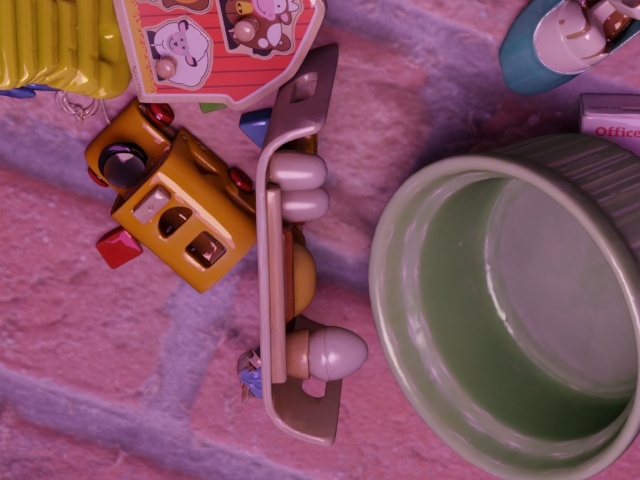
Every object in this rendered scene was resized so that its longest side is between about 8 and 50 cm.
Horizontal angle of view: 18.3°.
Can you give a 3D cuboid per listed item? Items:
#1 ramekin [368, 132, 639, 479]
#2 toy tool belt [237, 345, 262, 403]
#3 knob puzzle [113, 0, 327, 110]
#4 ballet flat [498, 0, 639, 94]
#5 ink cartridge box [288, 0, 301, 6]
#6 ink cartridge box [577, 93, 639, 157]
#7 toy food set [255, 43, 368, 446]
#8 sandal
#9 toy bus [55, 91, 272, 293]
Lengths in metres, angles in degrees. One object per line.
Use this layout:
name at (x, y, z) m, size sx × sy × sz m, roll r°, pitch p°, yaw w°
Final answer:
ramekin at (0.202, 0.051, 1.753) m, size 0.303 × 0.148 × 0.303 m, roll 21°, pitch 121°, yaw 38°
toy tool belt at (-0.048, 0.120, 1.922) m, size 0.052 × 0.051 × 0.083 m, roll 37°, pitch 111°, yaw -13°
knob puzzle at (-0.090, -0.196, 1.725) m, size 0.213 × 0.030 × 0.213 m, roll 8°, pitch 123°, yaw 13°
ballet flat at (0.254, -0.206, 1.735) m, size 0.247 × 0.087 × 0.083 m, roll -38°, pitch 107°, yaw 19°
ink cartridge box at (-0.013, -0.321, 1.703) m, size 0.139 × 0.082 × 0.191 m, roll -28°, pitch 108°, yaw 16°
ink cartridge box at (0.288, -0.056, 1.813) m, size 0.109 × 0.063 × 0.151 m, roll 2°, pitch 115°, yaw 4°
toy food set at (0.000, 0.000, 1.772) m, size 0.092 × 0.220 × 0.306 m, roll 1°, pitch 114°, yaw 4°
sandal at (-0.292, -0.179, 1.697) m, size 0.138 × 0.317 × 0.126 m, roll 0°, pitch 81°, yaw 27°
toy bus at (-0.145, -0.046, 1.824) m, size 0.202 × 0.104 × 0.191 m, roll -1°, pitch 114°, yaw 4°
